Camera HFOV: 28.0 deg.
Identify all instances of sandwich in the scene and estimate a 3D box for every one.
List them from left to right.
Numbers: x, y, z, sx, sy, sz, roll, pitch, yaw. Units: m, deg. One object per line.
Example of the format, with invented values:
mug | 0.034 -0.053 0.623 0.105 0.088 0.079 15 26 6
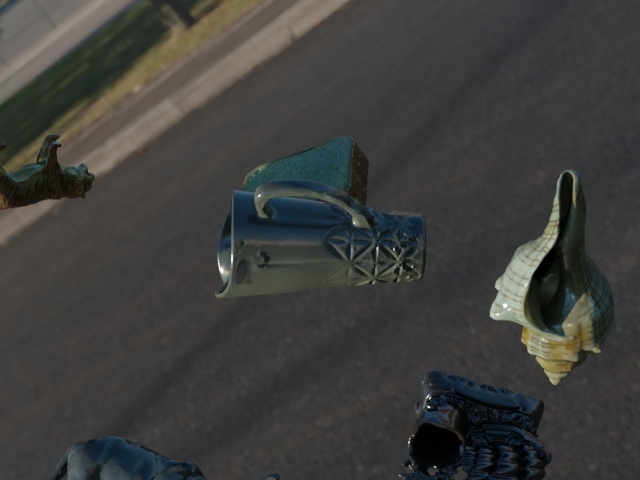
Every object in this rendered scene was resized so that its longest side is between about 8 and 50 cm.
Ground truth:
sandwich | -0.029 -0.074 2.078 0.214 0.065 0.186 -17 36 21

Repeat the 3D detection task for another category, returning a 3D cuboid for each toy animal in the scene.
toy animal | -0.408 -0.091 1.807 0.056 0.099 0.241 15 21 35
toy animal | -0.191 0.304 1.470 0.082 0.269 0.137 69 -147 -72

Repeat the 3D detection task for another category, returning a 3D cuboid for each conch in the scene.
conch | 0.346 0.068 1.972 0.203 0.386 0.169 -32 28 -29

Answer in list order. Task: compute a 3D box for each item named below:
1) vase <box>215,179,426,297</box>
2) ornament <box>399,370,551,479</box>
vase | 0.000 0.000 1.850 0.300 0.251 0.156 2 53 -3
ornament | 0.255 0.346 2.097 0.260 0.251 0.106 -82 6 -59
